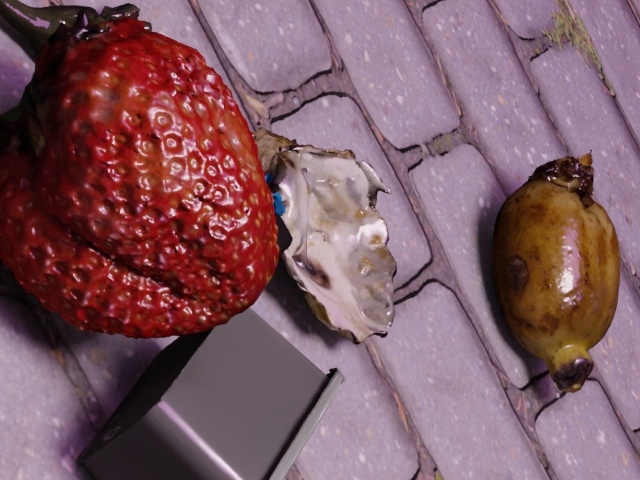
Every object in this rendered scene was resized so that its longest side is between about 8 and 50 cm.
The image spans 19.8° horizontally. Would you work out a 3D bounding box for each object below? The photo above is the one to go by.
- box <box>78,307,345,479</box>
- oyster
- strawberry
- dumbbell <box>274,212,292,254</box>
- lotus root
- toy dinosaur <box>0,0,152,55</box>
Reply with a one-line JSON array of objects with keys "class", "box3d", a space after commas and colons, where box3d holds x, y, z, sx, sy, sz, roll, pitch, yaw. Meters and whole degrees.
[{"class": "box", "box3d": [-0.103, 0.169, 1.671, 0.135, 0.163, 0.243, 47, 38, -8]}, {"class": "oyster", "box3d": [0.000, 0.000, 1.975, 0.214, 0.083, 0.223, 21, 58, -41]}, {"class": "strawberry", "box3d": [-0.158, -0.050, 1.645, 0.288, 0.250, 0.238, 35, 32, 4]}, {"class": "dumbbell", "box3d": [-0.115, -0.055, 1.843, 0.191, 0.100, 0.100, 60, 34, -5]}, {"class": "lotus root", "box3d": [0.291, 0.039, 2.278, 0.169, 0.141, 0.314, 22, 61, -40]}, {"class": "toy dinosaur", "box3d": [-0.265, -0.218, 1.830, 0.179, 0.087, 0.187, 31, 12, 17]}]
